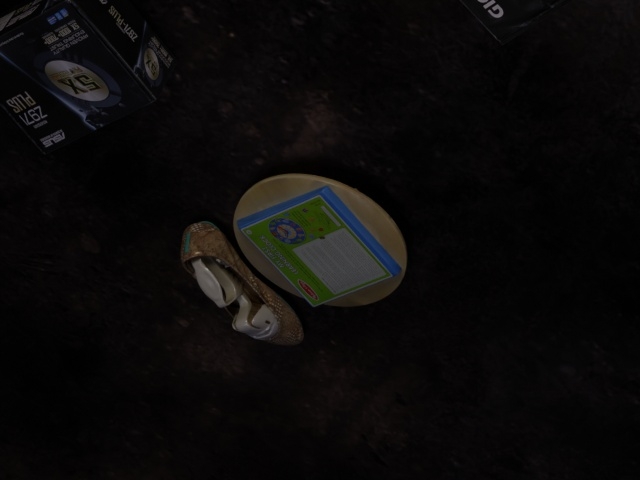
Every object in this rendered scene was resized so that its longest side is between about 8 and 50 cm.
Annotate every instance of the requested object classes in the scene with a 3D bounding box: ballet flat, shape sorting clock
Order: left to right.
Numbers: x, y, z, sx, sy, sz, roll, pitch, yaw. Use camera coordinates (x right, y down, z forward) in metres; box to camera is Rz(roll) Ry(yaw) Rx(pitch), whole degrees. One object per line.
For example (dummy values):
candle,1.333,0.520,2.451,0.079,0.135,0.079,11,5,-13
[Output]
ballet flat,-0.099,0.068,2.148,0.073,0.067,0.206,-27,117,35
shape sorting clock,0.000,0.000,2.070,0.206,0.040,0.206,10,135,10

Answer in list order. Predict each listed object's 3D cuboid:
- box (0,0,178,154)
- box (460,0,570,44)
box,-0.274,-0.195,1.976,0.180,0.077,0.147,-21,120,34
box,0.162,-0.366,1.664,0.257,0.079,0.322,-31,113,36
